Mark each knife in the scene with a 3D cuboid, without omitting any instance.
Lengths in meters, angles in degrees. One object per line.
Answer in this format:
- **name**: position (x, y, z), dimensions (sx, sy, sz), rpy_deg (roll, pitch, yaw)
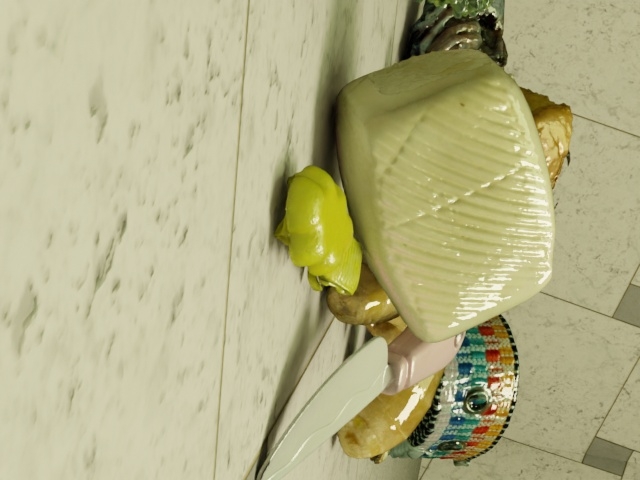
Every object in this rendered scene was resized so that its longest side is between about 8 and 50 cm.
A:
- **knife**: position (0.048, 0.118, 0.898), dimensions (0.336, 0.043, 0.081), rpy_deg (-28, 130, -56)

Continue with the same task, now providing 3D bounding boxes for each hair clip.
- **hair clip**: position (0.000, 0.000, 0.764), dimensions (0.173, 0.046, 0.072), rpy_deg (67, 29, -69)

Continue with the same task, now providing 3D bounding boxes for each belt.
- **belt**: position (0.162, 0.195, 1.426), dimensions (0.257, 0.150, 0.207), rpy_deg (126, -36, -59)

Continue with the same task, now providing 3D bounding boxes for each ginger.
- **ginger**: position (0.110, 0.037, 1.159), dimensions (0.348, 0.122, 0.363), rpy_deg (-58, 149, -31)

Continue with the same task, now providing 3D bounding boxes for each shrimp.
- **shrimp**: position (0.155, -0.219, 1.287), dimensions (0.172, 0.137, 0.372), rpy_deg (45, 39, -40)

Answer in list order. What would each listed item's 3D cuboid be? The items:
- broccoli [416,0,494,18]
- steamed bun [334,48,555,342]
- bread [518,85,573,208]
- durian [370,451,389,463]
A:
- **broccoli**: position (0.092, -0.274, 0.726), dimensions (0.198, 0.226, 0.176), rpy_deg (6, 130, -49)
- **steamed bun**: position (0.098, -0.045, 0.895), dimensions (0.152, 0.170, 0.238), rpy_deg (-128, -162, -59)
- **bread**: position (0.214, -0.081, 1.383), dimensions (0.160, 0.147, 0.260), rpy_deg (48, -58, 43)
- **durian**: position (0.075, 0.212, 1.305), dimensions (0.140, 0.071, 0.110), rpy_deg (122, -14, -50)
